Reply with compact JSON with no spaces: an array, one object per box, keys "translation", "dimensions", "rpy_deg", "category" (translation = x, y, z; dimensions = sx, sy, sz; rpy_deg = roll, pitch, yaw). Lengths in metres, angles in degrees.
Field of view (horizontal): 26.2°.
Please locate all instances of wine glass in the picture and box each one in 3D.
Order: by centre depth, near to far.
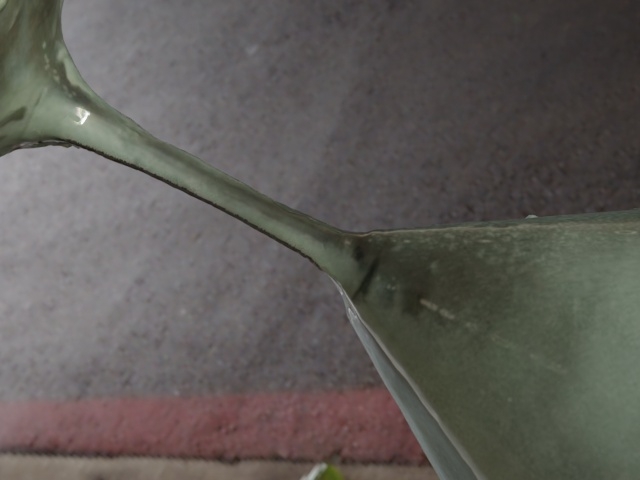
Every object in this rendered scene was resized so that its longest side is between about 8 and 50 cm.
[{"translation":[0.000,0.000,0.734],"dimensions":[0.267,0.406,0.267],"rpy_deg":[-60,6,10],"category":"wine glass"}]
